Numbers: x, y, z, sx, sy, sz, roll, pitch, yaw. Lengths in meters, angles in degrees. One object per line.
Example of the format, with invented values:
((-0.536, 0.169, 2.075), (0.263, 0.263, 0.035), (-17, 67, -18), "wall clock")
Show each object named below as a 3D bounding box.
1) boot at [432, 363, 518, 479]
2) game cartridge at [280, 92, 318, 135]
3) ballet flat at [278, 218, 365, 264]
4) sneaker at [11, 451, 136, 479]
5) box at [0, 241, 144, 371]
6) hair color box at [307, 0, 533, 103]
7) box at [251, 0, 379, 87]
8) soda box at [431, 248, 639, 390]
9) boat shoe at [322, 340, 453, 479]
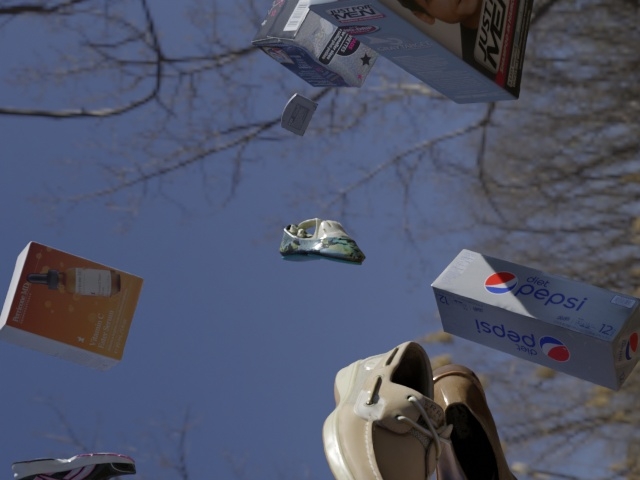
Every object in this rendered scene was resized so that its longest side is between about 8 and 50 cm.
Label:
((0.195, 0.309, 1.420), (0.115, 0.112, 0.305), (-100, -10, -74), "boot")
((-0.044, -0.244, 2.264), (0.017, 0.056, 0.083), (-73, 10, -49), "game cartridge")
((0.000, 0.000, 1.669), (0.070, 0.188, 0.070), (-1, -88, -36), "ballet flat")
((-0.357, 0.352, 1.714), (0.072, 0.178, 0.077), (94, 170, -83), "sneaker")
((-0.356, 0.096, 1.660), (0.170, 0.091, 0.130), (20, -112, -20), "box")
((0.153, -0.341, 1.632), (0.374, 0.113, 0.185), (22, -106, -48), "hair color box")
((0.036, -0.373, 1.809), (0.142, 0.163, 0.247), (31, -97, -27), "box")
((0.300, 0.105, 1.622), (0.091, 0.286, 0.098), (-46, -45, -31), "soda box")
((0.073, 0.184, 1.147), (0.109, 0.098, 0.302), (53, -167, -13), "boat shoe")
